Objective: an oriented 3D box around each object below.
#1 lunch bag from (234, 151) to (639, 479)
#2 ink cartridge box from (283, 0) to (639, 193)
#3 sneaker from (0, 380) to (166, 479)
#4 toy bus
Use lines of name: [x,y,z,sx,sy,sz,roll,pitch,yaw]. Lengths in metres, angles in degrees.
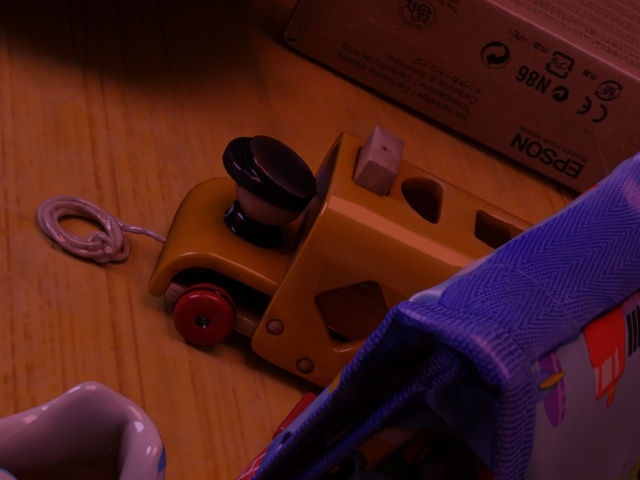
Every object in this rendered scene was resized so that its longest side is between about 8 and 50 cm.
lunch bag: [0.038,0.090,0.546,0.138,0.293,0.221,40,29,16]
ink cartridge box: [0.108,-0.139,1.201,0.234,0.088,0.193,27,27,-4]
sneaker: [-0.128,0.111,0.569,0.087,0.092,0.228,37,30,9]
toy bus: [0.011,0.003,0.863,0.202,0.104,0.191,-3,42,-46]
